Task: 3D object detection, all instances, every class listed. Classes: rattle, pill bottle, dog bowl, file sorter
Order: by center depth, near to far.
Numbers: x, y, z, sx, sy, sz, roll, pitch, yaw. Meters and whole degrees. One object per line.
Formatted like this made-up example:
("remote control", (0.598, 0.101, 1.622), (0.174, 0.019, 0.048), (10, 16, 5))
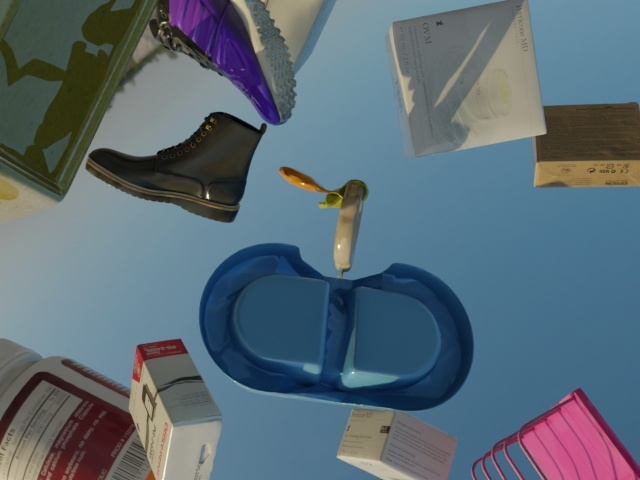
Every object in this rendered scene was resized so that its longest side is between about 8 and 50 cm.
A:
("dog bowl", (0.015, 0.103, 0.724), (0.074, 0.297, 0.165), (116, -19, -62))
("rattle", (0.000, 0.000, 1.009), (0.143, 0.199, 0.130), (3, -146, -9))
("pill bottle", (-0.392, 0.324, 1.055), (0.224, 0.392, 0.224), (24, 90, -82))
("file sorter", (0.454, 0.467, 1.316), (0.182, 0.202, 0.290), (-22, 153, -20))

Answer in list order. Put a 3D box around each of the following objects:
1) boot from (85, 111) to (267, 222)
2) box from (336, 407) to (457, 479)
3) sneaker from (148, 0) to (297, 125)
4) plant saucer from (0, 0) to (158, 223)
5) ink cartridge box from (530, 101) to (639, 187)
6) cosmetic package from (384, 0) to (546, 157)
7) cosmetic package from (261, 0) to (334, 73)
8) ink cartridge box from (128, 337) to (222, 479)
("boot", (-0.177, -0.116, 0.822), (0.137, 0.198, 0.077), (-65, -152, 18))
("box", (0.166, 0.455, 1.438), (0.181, 0.182, 0.119), (-25, -142, 58))
("sneaker", (-0.143, -0.277, 0.881), (0.146, 0.293, 0.102), (-21, -164, 20))
("plant saucer", (-0.173, -0.155, 0.408), (0.333, 0.081, 0.332), (164, -51, -80))
("ink cartridge box", (0.601, -0.216, 1.490), (0.235, 0.088, 0.193), (1, -129, 13))
("cosmetic package", (0.244, -0.270, 1.125), (0.225, 0.224, 0.138), (-11, -173, 1))
("cosmetic package", (-0.033, -0.469, 1.259), (0.309, 0.113, 0.160), (-58, -177, 46))
("ink cartridge box", (-0.182, 0.211, 0.808), (0.150, 0.063, 0.109), (46, -51, 48))
